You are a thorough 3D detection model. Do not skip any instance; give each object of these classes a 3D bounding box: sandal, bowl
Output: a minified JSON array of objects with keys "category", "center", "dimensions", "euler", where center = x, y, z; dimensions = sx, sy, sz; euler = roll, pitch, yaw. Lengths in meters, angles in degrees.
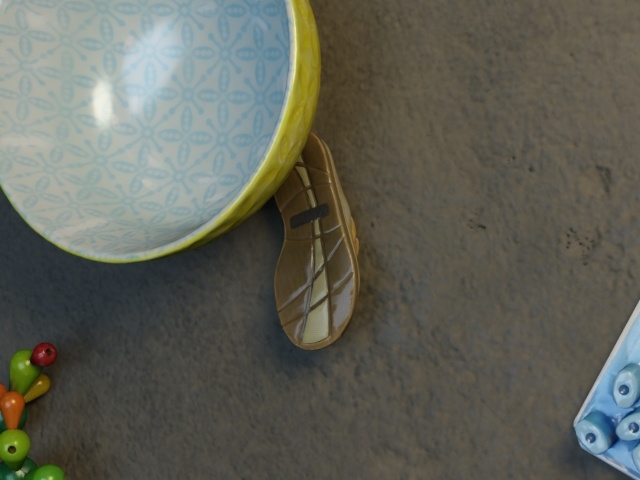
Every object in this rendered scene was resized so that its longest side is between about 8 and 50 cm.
[{"category":"sandal","center":[0.000,0.000,0.964],"dimensions":[0.072,0.049,0.180],"euler":[-17,68,24]},{"category":"bowl","center":[-0.110,-0.123,0.949],"dimensions":[0.290,0.156,0.289],"euler":[-2,86,26]}]

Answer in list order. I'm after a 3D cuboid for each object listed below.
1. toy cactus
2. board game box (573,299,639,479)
[{"category":"toy cactus","center":[-0.276,0.204,1.070],"dimensions":[0.180,0.112,0.219],"euler":[-9,88,43]},{"category":"board game box","center":[0.416,0.065,0.769],"dimensions":[0.390,0.050,0.390],"euler":[30,101,22]}]
